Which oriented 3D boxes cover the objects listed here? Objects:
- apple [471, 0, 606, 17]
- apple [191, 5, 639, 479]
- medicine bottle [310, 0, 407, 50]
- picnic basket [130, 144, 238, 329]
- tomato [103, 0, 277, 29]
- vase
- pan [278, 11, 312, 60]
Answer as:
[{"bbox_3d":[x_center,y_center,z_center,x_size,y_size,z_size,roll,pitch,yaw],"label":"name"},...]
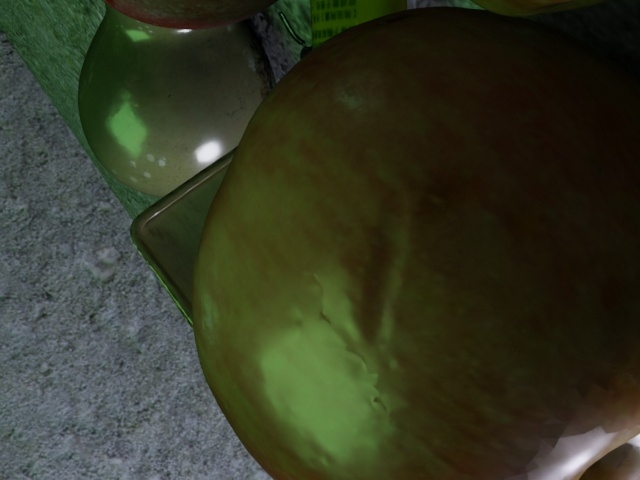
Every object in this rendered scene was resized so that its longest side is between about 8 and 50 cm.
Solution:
[{"bbox_3d":[0.130,-0.221,0.677,0.199,0.199,0.199,49,162,22],"label":"apple"},{"bbox_3d":[0.104,0.046,0.864,0.346,0.391,0.391,43,159,25],"label":"apple"},{"bbox_3d":[0.036,-0.117,1.066,0.111,0.076,0.309,11,104,62],"label":"medicine bottle"},{"bbox_3d":[0.000,0.000,1.202,0.228,0.313,0.175,53,172,7],"label":"picnic basket"},{"bbox_3d":[-0.092,-0.302,0.990,0.227,0.270,0.270,22,159,2],"label":"tomato"},{"bbox_3d":[-0.181,-0.242,1.461,0.329,0.241,0.302,-104,9,-51],"label":"vase"},{"bbox_3d":[-0.007,-0.205,1.317,0.115,0.023,0.068,58,164,-15],"label":"pan"}]
